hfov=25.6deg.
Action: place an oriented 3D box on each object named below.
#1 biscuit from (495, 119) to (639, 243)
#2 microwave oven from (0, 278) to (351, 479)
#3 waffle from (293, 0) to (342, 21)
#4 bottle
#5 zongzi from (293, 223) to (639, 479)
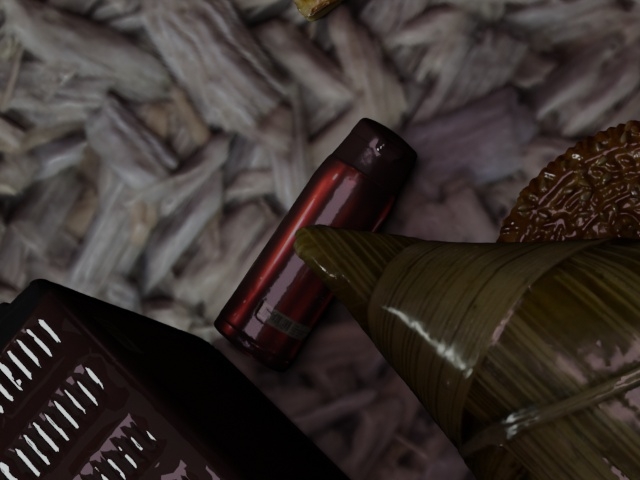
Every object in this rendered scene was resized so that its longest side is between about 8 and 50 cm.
[{"bbox_3d":[0.198,-0.012,0.826,0.206,0.025,0.126,-4,78,19],"label":"biscuit"},{"bbox_3d":[-0.114,0.149,0.796,0.188,0.247,0.178,39,91,21],"label":"microwave oven"},{"bbox_3d":[0.023,-0.216,0.931,0.135,0.021,0.092,-37,70,10],"label":"waffle"},{"bbox_3d":[0.000,0.000,0.882,0.060,0.060,0.164,35,93,22],"label":"bottle"},{"bbox_3d":[0.158,0.021,0.754,0.286,0.134,0.288,-45,76,13],"label":"zongzi"}]
